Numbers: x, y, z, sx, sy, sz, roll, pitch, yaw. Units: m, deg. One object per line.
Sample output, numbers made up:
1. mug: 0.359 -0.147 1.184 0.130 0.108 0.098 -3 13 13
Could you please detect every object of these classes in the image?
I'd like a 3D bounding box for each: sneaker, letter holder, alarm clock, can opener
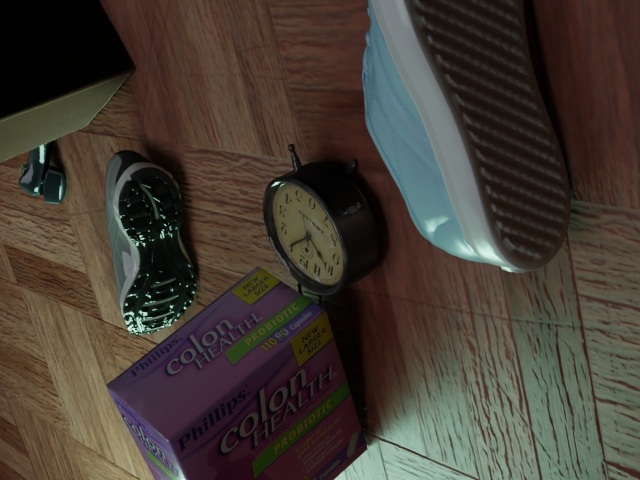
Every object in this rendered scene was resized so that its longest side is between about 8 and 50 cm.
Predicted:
1. sneaker: 0.073 -0.144 0.859 0.150 0.135 0.366 5 117 50
2. letter holder: -0.420 -0.184 1.368 0.152 0.302 0.214 61 148 2
3. alarm clock: 0.000 0.000 1.135 0.129 0.064 0.192 42 141 28
4. can opener: -0.408 -0.135 1.636 0.059 0.073 0.186 -94 11 -48
5. sneaker: -0.226 0.004 1.446 0.108 0.100 0.272 47 144 47

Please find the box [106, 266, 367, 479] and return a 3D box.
1. box: -0.081 0.194 1.213 0.117 0.213 0.243 30 149 40
